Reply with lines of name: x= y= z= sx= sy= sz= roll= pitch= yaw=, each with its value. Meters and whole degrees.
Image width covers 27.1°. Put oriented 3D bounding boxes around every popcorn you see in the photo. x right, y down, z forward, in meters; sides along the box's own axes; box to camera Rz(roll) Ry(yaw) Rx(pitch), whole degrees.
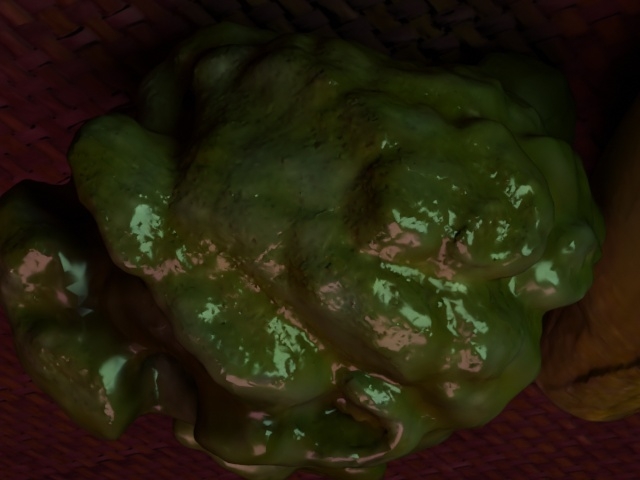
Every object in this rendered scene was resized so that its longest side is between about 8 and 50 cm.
popcorn: x=0.000 y=0.000 z=0.628 sx=0.250 sy=0.235 sz=0.241 roll=-33 pitch=175 yaw=30

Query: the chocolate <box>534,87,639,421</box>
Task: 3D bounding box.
chocolate: x=0.215 y=-0.027 z=0.617 sx=0.162 sy=0.162 sz=0.445 roll=9 pitch=149 yaw=-7
